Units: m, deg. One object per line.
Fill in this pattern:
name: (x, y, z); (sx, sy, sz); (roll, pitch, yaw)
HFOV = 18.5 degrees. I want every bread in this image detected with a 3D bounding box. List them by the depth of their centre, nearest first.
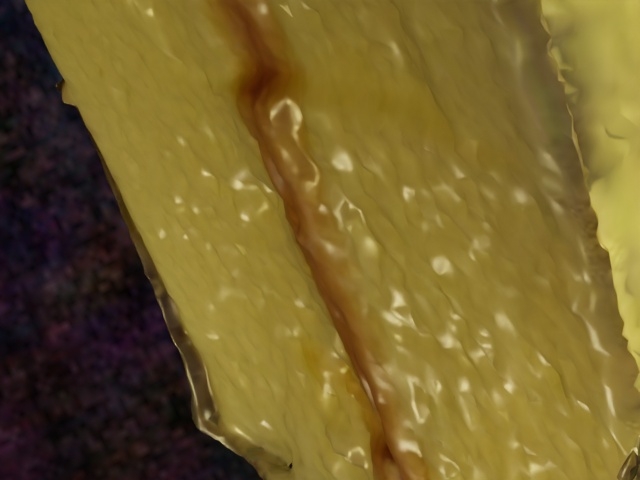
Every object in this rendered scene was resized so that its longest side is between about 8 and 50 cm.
bread: (0.000, 0.000, 0.437); (0.135, 0.240, 0.178); (8, 94, -32)
